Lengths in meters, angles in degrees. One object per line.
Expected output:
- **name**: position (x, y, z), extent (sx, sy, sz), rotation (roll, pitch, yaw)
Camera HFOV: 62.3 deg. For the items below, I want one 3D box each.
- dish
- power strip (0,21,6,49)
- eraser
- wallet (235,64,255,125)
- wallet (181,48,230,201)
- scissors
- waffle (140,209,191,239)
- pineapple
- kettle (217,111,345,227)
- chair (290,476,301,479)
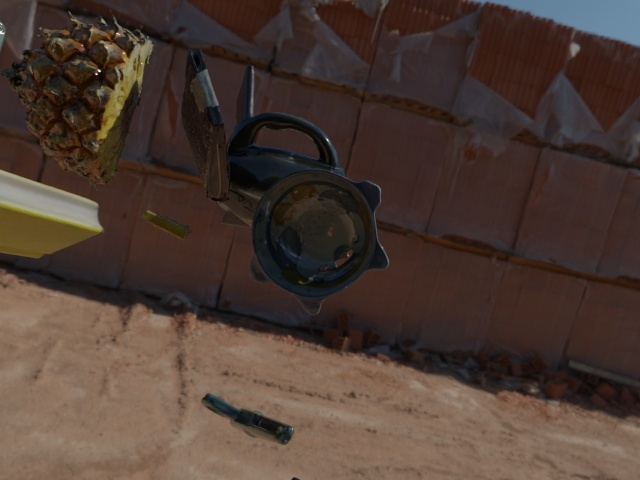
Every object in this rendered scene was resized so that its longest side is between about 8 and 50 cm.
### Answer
- **dish**: position (0.000, 0.000, 0.866), extent (0.236, 0.228, 0.086), rotation (-11, 1, 16)
- **power strip**: position (-0.827, -0.420, 1.170), extent (0.059, 0.265, 0.193), rotation (0, -18, 25)
- **eraser**: position (-0.486, -0.036, 0.837), extent (0.157, 0.069, 0.226), rotation (-17, -15, 15)
- **wallet**: position (-0.223, -0.356, 1.577), extent (0.042, 0.310, 0.165), rotation (4, -29, -15)
- **wallet**: position (-0.249, -0.240, 1.144), extent (0.071, 0.221, 0.262), rotation (-10, -27, -18)
- **scissors**: position (-0.115, 0.310, 0.896), extent (0.138, 0.041, 0.289), rotation (43, -28, -16)
- **waffle**: position (-0.389, -0.044, 1.356), extent (0.125, 0.032, 0.191), rotation (26, -1, -13)
- **pineapple**: position (-0.516, -0.301, 1.018), extent (0.286, 0.345, 0.209), rotation (17, -2, -4)
- **kettle**: position (-0.113, -0.166, 1.368), extent (0.324, 0.321, 0.228), rotation (16, 16, -12)
- **chair**: position (0.016, 0.671, 1.270), extent (0.221, 0.140, 0.145), rotation (26, 5, 28)
